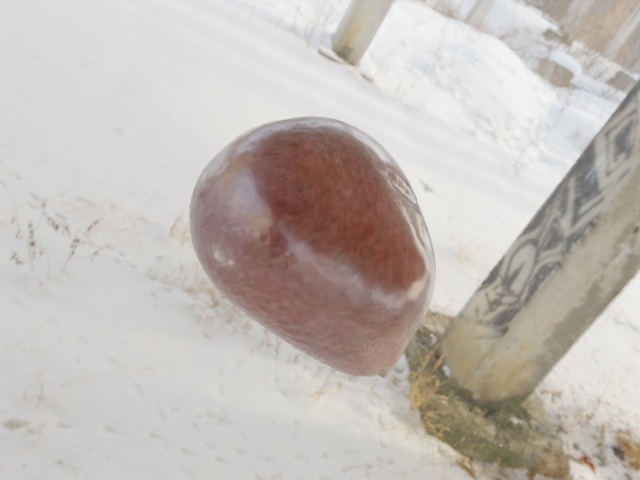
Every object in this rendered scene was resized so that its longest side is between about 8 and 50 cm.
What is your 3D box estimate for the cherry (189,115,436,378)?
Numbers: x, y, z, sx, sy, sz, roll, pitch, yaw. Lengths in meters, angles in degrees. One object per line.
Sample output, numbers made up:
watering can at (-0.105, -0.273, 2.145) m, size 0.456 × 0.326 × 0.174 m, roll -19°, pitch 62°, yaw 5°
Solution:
cherry at (0.000, 0.000, 0.696) m, size 0.261 × 0.221 × 0.307 m, roll -5°, pitch 59°, yaw -58°
